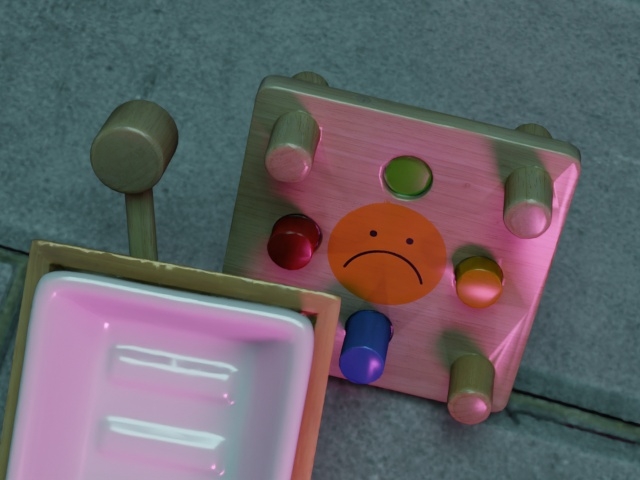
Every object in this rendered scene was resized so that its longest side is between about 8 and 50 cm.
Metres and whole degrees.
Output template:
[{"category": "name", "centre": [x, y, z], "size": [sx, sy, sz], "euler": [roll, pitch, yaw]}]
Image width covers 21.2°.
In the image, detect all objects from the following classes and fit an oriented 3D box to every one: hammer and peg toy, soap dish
[{"category": "hammer and peg toy", "centre": [0.000, 0.000, 1.358], "size": [0.361, 0.266, 0.127], "euler": [12, 33, 1]}, {"category": "soap dish", "centre": [-0.119, 0.154, 1.278], "size": [0.229, 0.118, 0.290], "euler": [10, 100, 0]}]
